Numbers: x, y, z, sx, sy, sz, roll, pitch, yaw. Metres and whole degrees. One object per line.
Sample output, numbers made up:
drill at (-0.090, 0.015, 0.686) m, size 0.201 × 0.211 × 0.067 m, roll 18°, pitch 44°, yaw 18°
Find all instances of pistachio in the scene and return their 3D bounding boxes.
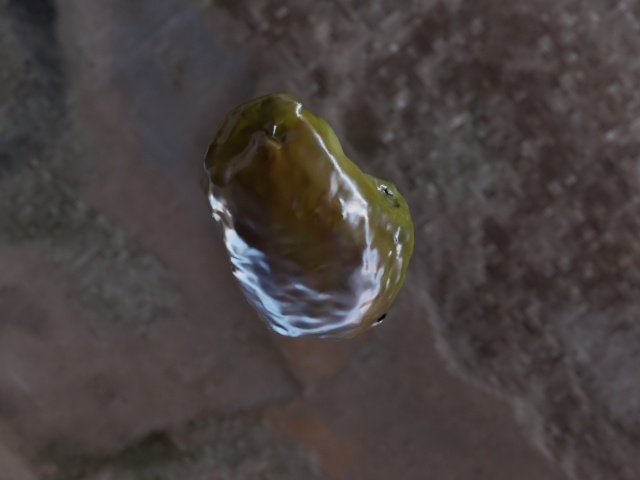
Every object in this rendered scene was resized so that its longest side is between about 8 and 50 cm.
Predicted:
pistachio at (0.000, 0.000, 0.922) m, size 0.089 × 0.173 × 0.049 m, roll -20°, pitch -128°, yaw 0°
